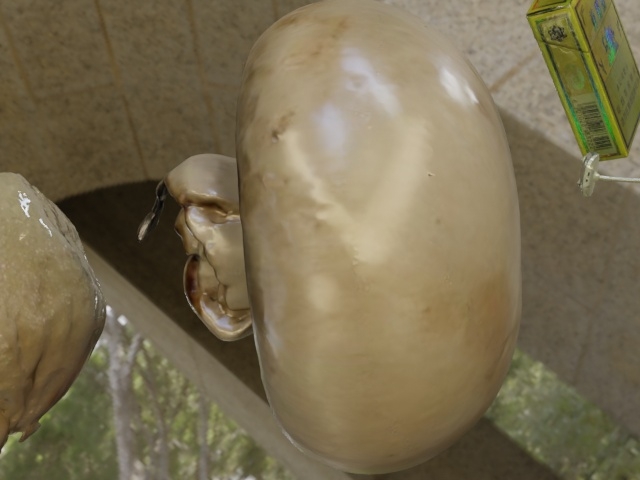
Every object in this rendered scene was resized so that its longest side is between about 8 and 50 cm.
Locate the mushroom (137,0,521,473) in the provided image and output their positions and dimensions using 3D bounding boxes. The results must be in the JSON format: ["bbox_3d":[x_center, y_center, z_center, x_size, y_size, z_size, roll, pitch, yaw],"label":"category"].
[{"bbox_3d":[0.000,0.000,0.824,0.295,0.362,0.362,-5,-36,1],"label":"mushroom"}]

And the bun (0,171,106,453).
[{"bbox_3d":[-0.297,0.068,0.888,0.281,0.205,0.281,-39,18,15],"label":"bun"}]

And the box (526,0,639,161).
[{"bbox_3d":[0.335,-0.226,1.334,0.220,0.064,0.141,61,-139,-30],"label":"box"}]

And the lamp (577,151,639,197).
[{"bbox_3d":[0.356,-0.057,1.071,0.056,0.198,0.050,-22,-61,-70],"label":"lamp"}]
